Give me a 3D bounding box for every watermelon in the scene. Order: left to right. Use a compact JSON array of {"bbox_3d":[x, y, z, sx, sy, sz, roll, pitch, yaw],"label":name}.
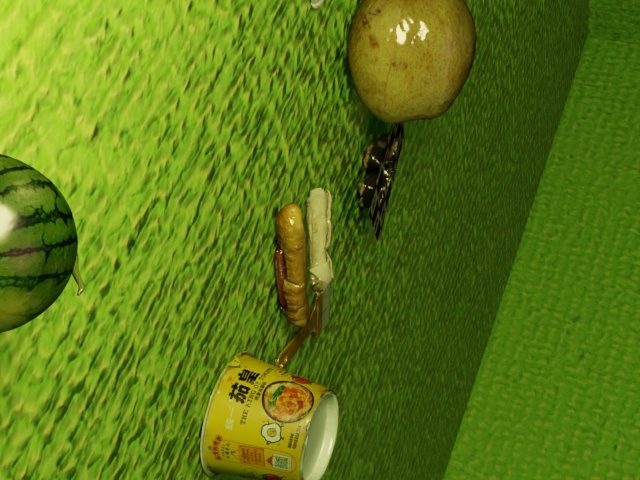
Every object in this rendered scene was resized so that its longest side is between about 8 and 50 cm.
[{"bbox_3d":[-0.251,0.003,0.905,0.187,0.140,0.141,-5,107,-74],"label":"watermelon"}]

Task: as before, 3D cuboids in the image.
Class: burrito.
[{"bbox_3d":[0.000,0.000,1.694,0.045,0.041,0.185,102,-11,-52],"label":"burrito"}]

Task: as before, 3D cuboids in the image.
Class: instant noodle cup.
[{"bbox_3d":[-0.062,0.255,1.611,0.182,0.144,0.182,13,90,-71],"label":"instant noodle cup"}]

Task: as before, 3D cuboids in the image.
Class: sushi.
[{"bbox_3d":[0.096,-0.119,1.996,0.193,0.040,0.210,64,39,-73],"label":"sushi"}]

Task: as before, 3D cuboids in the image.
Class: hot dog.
[{"bbox_3d":[-0.042,0.042,1.683,0.066,0.047,0.216,-112,-166,-47],"label":"hot dog"}]

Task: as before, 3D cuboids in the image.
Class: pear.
[{"bbox_3d":[0.139,-0.297,1.761,0.211,0.188,0.228,96,18,-44],"label":"pear"}]

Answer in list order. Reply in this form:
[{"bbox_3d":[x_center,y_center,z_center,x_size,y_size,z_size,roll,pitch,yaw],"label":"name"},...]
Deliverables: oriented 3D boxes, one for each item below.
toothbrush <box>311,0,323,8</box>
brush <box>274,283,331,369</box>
[{"bbox_3d":[0.037,-0.434,1.643,0.276,0.019,0.025,-67,151,-26],"label":"toothbrush"},{"bbox_3d":[-0.026,0.147,1.858,0.218,0.010,0.083,-48,147,-53],"label":"brush"}]
